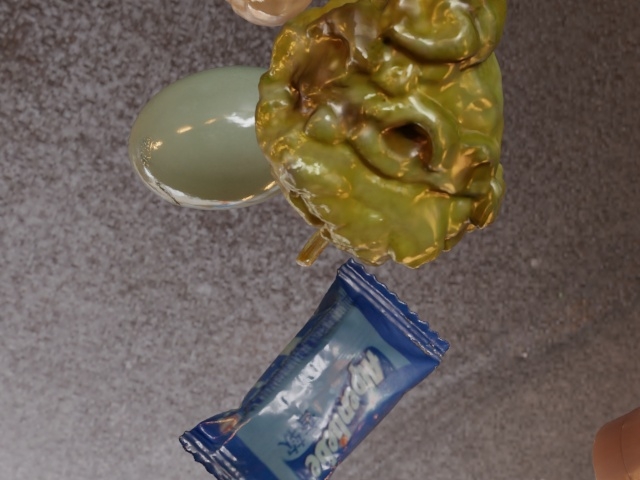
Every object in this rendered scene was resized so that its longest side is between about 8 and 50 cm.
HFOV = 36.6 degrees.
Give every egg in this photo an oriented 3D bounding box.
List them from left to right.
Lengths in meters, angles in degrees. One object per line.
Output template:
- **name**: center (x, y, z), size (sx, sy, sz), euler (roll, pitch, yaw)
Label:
- **egg**: center (-0.133, -0.145, 1.379), size (0.283, 0.203, 0.203), euler (-13, 143, -4)

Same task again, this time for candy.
- **candy**: center (0.000, 0.185, 1.180), size (0.187, 0.331, 0.077), euler (45, 161, -6)

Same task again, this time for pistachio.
- **pistachio**: center (-0.074, -0.474, 1.633), size (0.214, 0.318, 0.193), euler (-2, 121, 15)

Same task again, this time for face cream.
- **face cream**: center (0.385, 0.249, 1.053), size (0.149, 0.149, 0.104), euler (29, 135, -23)

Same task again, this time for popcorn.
- **popcorn**: center (0.052, -0.111, 0.858), size (0.225, 0.174, 0.286), euler (-13, 125, -12)

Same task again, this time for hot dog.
- **hot dog**: center (0.000, 0.001, 1.802), size (0.044, 0.137, 0.028), euler (9, 138, 36)
